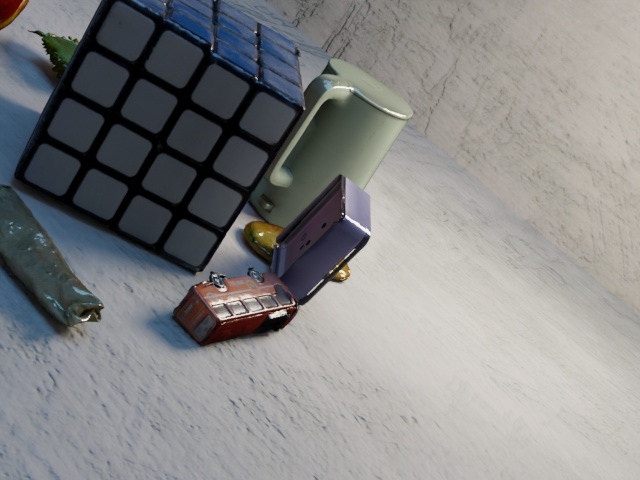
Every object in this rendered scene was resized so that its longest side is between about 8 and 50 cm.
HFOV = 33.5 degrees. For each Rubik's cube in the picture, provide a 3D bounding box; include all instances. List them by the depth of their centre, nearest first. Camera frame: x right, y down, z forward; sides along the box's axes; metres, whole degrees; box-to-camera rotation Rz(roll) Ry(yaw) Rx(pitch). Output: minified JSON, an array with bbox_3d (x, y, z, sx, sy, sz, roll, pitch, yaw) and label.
[{"bbox_3d":[-0.252,-0.216,1.722,0.337,0.344,0.344,28,19,-16],"label":"Rubik's cube"}]

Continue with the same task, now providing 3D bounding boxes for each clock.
[{"bbox_3d":[0.000,-0.001,1.800,0.073,0.193,0.145,34,30,-20],"label":"clock"}]

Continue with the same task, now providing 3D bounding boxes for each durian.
[{"bbox_3d":[-0.455,-0.330,2.035,0.220,0.095,0.137,36,12,26],"label":"durian"}]

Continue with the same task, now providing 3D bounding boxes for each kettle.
[{"bbox_3d":[-0.005,-0.179,2.055,0.265,0.318,0.205,22,24,-32],"label":"kettle"}]

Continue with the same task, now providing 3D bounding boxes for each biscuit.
[{"bbox_3d":[-0.041,0.021,1.962,0.247,0.029,0.118,16,34,-41],"label":"biscuit"}]

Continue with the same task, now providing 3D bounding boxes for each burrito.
[{"bbox_3d":[-0.374,0.022,1.403,0.275,0.059,0.082,44,29,27],"label":"burrito"}]

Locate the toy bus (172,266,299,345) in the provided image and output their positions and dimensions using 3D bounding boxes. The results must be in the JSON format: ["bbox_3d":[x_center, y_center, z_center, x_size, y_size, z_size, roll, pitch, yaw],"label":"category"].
[{"bbox_3d":[-0.123,0.099,1.603,0.096,0.073,0.235,51,25,19],"label":"toy bus"}]

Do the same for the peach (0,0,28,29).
[{"bbox_3d":[-0.675,-0.528,1.914,0.338,0.281,0.281,29,20,-13],"label":"peach"}]
